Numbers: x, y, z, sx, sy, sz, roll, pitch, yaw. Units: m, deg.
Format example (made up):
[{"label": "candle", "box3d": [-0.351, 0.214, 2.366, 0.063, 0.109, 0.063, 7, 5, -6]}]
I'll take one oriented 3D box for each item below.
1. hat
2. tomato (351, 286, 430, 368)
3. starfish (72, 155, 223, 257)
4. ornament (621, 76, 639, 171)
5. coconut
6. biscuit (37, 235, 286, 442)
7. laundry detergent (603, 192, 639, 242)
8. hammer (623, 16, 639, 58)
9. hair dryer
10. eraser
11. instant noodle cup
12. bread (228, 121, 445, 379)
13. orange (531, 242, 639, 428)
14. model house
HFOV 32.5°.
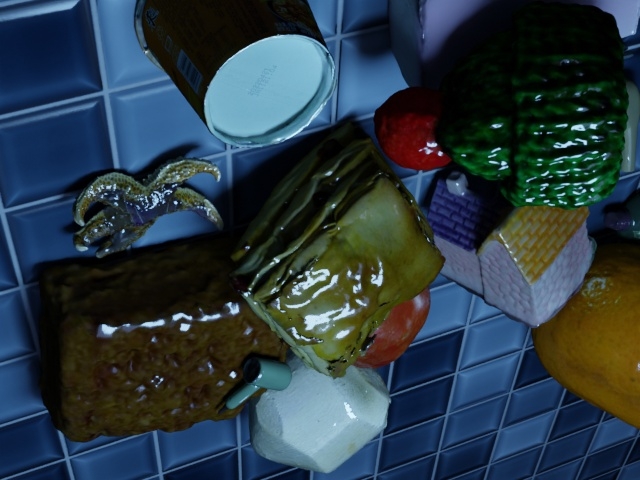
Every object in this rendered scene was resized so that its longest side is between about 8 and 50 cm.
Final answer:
[{"label": "hat", "box3d": [0.231, -0.176, 1.446, 0.332, 0.274, 0.242, -1, 134, 10]}, {"label": "tomato", "box3d": [0.085, 0.112, 1.876, 0.232, 0.188, 0.232, -26, 144, -21]}, {"label": "starfish", "box3d": [-0.245, -0.050, 1.591, 0.238, 0.071, 0.216, -34, 150, 23]}, {"label": "ornament", "box3d": [0.435, -0.211, 1.812, 0.230, 0.061, 0.245, -17, 117, -28]}, {"label": "coconut", "box3d": [-0.014, 0.307, 2.013, 0.266, 0.237, 0.237, -35, 143, 10]}, {"label": "biscuit", "box3d": [-0.247, 0.168, 1.756, 0.395, 0.166, 0.342, -10, 137, -21]}, {"label": "laundry detergent", "box3d": [0.651, -0.053, 2.156, 0.222, 0.078, 0.144, 2, 132, -31]}, {"label": "hammer", "box3d": [0.527, -0.390, 1.714, 0.111, 0.033, 0.287, 20, 122, -44]}, {"label": "hair dryer", "box3d": [-0.119, 0.238, 1.759, 0.071, 0.047, 0.150, 19, 132, -43]}, {"label": "eraser", "box3d": [0.274, -0.360, 1.518, 0.359, 0.122, 0.272, -21, 144, -10]}, {"label": "instant noodle cup", "box3d": [-0.094, -0.238, 1.366, 0.230, 0.182, 0.230, -18, 141, -15]}, {"label": "bread", "box3d": [0.043, 0.020, 1.650, 0.324, 0.167, 0.277, -52, 126, -17]}, {"label": "orange", "box3d": [0.627, 0.190, 2.159, 0.424, 0.424, 0.326, 32, 86, -50]}, {"label": "model house", "box3d": [0.320, -0.029, 1.839, 0.202, 0.237, 0.237, -43, 143, -19]}]
